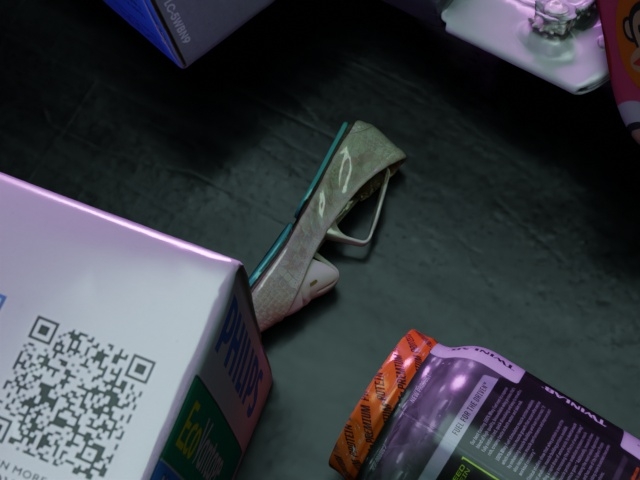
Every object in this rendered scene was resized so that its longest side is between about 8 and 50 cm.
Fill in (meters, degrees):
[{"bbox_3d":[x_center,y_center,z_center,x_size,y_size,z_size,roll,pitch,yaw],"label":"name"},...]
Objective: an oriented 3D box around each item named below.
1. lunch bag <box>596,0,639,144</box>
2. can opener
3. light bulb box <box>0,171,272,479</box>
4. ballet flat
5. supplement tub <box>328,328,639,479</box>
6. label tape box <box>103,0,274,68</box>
[{"bbox_3d":[0.305,-0.149,0.738,0.293,0.120,0.258,-10,93,-19],"label":"lunch bag"},{"bbox_3d":[0.078,-0.166,0.813,0.280,0.093,0.074,31,73,20],"label":"can opener"},{"bbox_3d":[-0.254,0.142,0.636,0.358,0.225,0.361,20,72,9],"label":"light bulb box"},{"bbox_3d":[0.000,0.000,0.769,0.052,0.057,0.168,31,75,1],"label":"ballet flat"},{"bbox_3d":[0.107,0.135,0.687,0.190,0.117,0.117,32,75,11],"label":"supplement tub"},{"bbox_3d":[-0.037,-0.290,0.799,0.334,0.106,0.241,-39,52,-11],"label":"label tape box"}]
